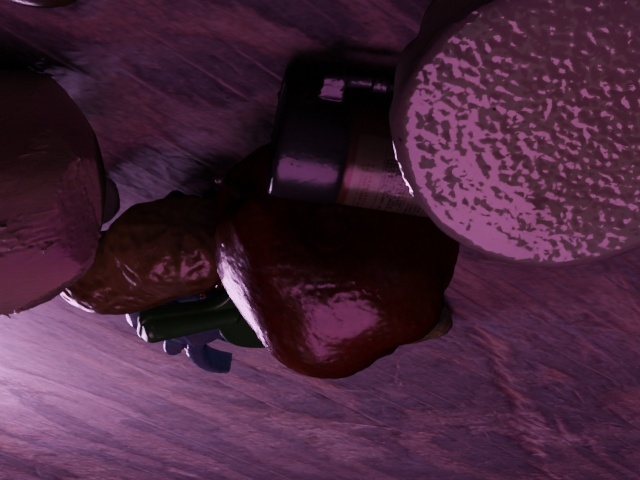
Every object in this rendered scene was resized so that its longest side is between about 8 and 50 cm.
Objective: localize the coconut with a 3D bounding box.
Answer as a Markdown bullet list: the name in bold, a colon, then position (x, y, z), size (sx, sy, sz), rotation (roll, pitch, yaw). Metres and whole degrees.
- **coconut**: position (-0.293, -0.038, 1.766), size (0.230, 0.227, 0.227), rotation (-7, 170, -33)

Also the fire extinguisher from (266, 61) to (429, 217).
- **fire extinguisher**: position (0.150, -0.077, 1.685), size (0.376, 0.113, 0.200), rotation (9, 160, -8)

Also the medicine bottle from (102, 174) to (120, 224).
- **medicine bottle**: position (-0.248, -0.034, 2.012), size (0.057, 0.057, 0.089), rotation (18, 157, -31)

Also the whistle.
- **whistle**: position (-0.118, 0.076, 2.240), size (0.269, 0.093, 0.180), rotation (15, 134, -29)

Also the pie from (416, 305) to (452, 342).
- **pie**: position (0.065, 0.112, 2.293), size (0.187, 0.041, 0.187), rotation (-18, 173, -2)

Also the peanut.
- **peanut**: position (-0.174, 0.015, 1.957), size (0.226, 0.095, 0.108), rotation (-20, 136, 40)

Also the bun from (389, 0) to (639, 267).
- **bun**: position (0.176, -0.124, 1.500), size (0.263, 0.175, 0.263), rotation (-3, 125, -4)

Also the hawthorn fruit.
- **hawthorn fruit**: position (0.000, 0.000, 1.835), size (0.261, 0.224, 0.224), rotation (41, 145, -26)

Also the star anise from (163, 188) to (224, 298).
- **star anise**: position (-0.077, 0.013, 2.056), size (0.234, 0.073, 0.177), rotation (37, 139, -27)

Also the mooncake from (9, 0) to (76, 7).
- **mooncake**: position (-0.264, -0.269, 1.131), size (0.378, 0.201, 0.378), rotation (6, 161, 2)

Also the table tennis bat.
- **table tennis bat**: position (-0.078, 0.073, 2.171), size (0.257, 0.039, 0.160), rotation (-10, 143, -21)
